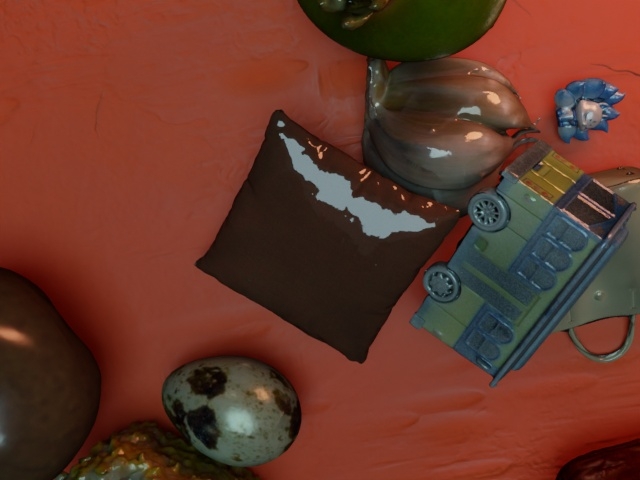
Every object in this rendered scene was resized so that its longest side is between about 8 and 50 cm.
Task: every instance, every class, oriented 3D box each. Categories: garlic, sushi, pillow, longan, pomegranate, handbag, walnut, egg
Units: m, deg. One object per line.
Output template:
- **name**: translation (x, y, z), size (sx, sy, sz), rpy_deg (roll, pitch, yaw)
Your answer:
- **garlic**: translation (0.180, -0.155, 1.244), size (0.292, 0.210, 0.237), rpy_deg (23, 66, 4)
- **sushi**: translation (-0.293, 0.499, 1.322), size (0.351, 0.240, 0.396), rpy_deg (29, 99, -2)
- **pillow**: translation (0.000, 0.000, 1.226), size (0.308, 0.108, 0.305), rpy_deg (30, 118, 1)
- **longan**: translation (-0.506, 0.215, 1.240), size (0.361, 0.361, 0.360), rpy_deg (1, 100, 4)
- **pomegranate**: translation (0.093, -0.338, 1.107), size (0.310, 0.358, 0.216), rpy_deg (14, 125, 18)
- **handbag**: translation (0.423, 0.055, 1.268), size (0.241, 0.109, 0.315), rpy_deg (-12, 103, 7)
- **walnut**: translation (0.489, 0.420, 1.288), size (0.269, 0.244, 0.221), rpy_deg (-3, 61, 11)
- **egg**: translation (-0.142, 0.263, 1.307), size (0.231, 0.169, 0.169), rpy_deg (16, 101, 14)

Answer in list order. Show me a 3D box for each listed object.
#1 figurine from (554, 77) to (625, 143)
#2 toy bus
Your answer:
- **figurine**: translation (0.403, -0.199, 1.234), size (0.114, 0.079, 0.114), rpy_deg (1, 126, 1)
- **toy bus**: translation (0.276, 0.036, 1.170), size (0.190, 0.152, 0.312), rpy_deg (38, 129, 14)
